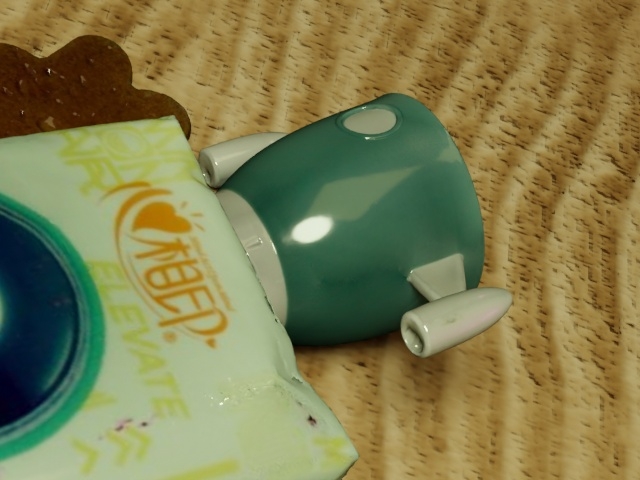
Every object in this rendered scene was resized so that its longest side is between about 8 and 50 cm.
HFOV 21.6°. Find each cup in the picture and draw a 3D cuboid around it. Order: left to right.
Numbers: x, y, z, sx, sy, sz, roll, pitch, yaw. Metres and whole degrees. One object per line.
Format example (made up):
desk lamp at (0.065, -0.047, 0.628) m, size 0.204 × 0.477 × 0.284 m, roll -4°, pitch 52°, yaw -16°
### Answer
cup at (0.000, 0.000, 1.166) m, size 0.173 × 0.168 × 0.299 m, roll -21°, pitch 36°, yaw -26°

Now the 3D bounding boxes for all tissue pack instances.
tissue pack at (-0.214, 0.092, 0.976) m, size 0.388 × 0.162 × 0.287 m, roll -11°, pitch 60°, yaw -32°

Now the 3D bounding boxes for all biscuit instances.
biscuit at (-0.207, -0.068, 1.205) m, size 0.180 × 0.039 × 0.236 m, roll 47°, pitch 48°, yaw 14°
